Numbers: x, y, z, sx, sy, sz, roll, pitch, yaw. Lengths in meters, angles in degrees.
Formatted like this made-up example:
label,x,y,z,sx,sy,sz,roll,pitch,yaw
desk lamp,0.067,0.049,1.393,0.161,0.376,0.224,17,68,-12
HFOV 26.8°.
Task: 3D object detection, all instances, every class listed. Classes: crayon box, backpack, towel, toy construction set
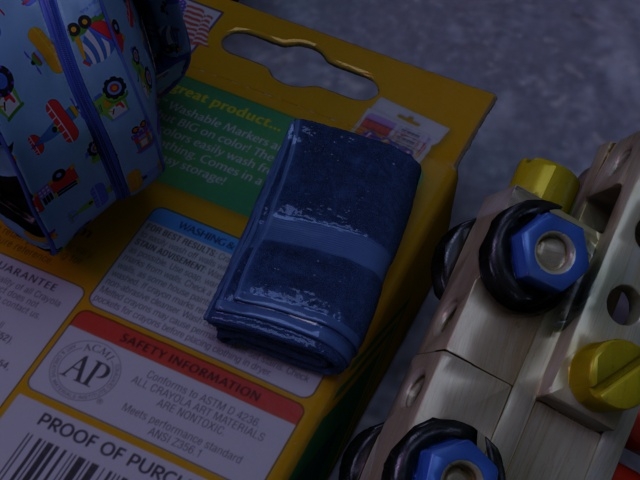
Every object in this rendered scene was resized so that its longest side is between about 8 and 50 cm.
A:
label,x,y,z,sx,sy,sz,roll,pitch,yaw
crayon box,-0.070,0.028,0.634,0.203,0.083,0.323,22,55,15
backpack,-0.115,-0.090,0.573,0.116,0.158,0.173,-21,57,-9
towel,0.000,0.000,0.587,0.067,0.029,0.119,16,53,8
toy construction set,0.139,0.084,0.572,0.215,0.151,0.328,29,60,-12

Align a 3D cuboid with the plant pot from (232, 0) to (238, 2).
label,x,y,z,sx,sy,sz,roll,pitch,yaw
plant pot,-0.118,-0.214,0.783,0.167,0.167,0.165,-15,60,-14
